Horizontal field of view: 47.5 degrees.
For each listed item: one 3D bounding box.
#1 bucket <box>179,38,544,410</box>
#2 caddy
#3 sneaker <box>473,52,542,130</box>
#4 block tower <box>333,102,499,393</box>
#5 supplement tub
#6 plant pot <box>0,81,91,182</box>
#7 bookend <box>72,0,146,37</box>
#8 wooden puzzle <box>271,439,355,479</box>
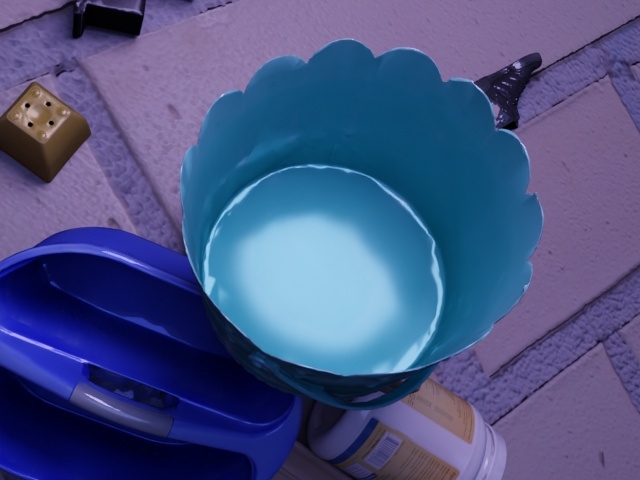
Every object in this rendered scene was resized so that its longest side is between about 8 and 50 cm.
[{"bbox_3d":[0.021,0.000,0.602,0.281,0.183,0.281,3,68,-8],"label":"bucket"},{"bbox_3d":[-0.185,0.131,0.713,0.341,0.179,0.241,24,100,-13],"label":"caddy"},{"bbox_3d":[0.258,-0.194,1.030,0.170,0.051,0.089,-28,90,-16],"label":"sneaker"},{"bbox_3d":[0.093,-0.009,0.772,0.097,0.091,0.335,26,65,-8],"label":"block tower"},{"bbox_3d":[0.100,0.228,0.851,0.199,0.144,0.144,34,72,-11],"label":"supplement tub"},{"bbox_3d":[-0.310,-0.127,0.805,0.081,0.083,0.081,37,72,-9],"label":"plant pot"},{"bbox_3d":[-0.209,-0.316,0.879,0.157,0.072,0.156,6,80,-18],"label":"bookend"},{"bbox_3d":[-0.060,0.355,0.833,0.221,0.044,0.239,37,76,-10],"label":"wooden puzzle"}]
